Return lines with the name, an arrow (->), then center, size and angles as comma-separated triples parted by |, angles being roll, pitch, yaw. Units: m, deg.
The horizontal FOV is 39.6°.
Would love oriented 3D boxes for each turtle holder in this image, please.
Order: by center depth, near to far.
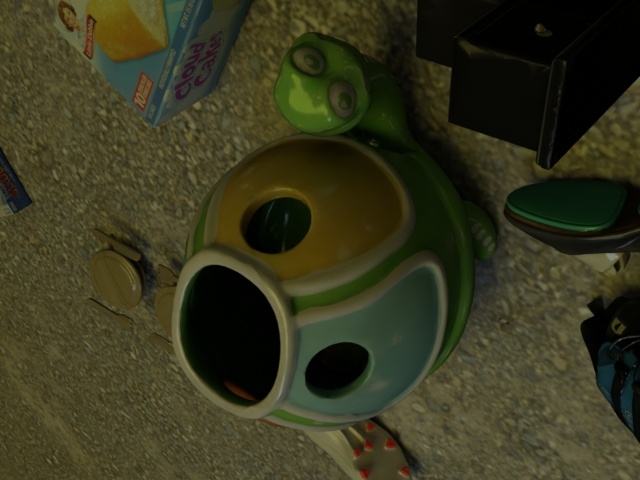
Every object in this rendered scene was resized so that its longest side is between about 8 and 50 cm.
turtle holder -> 0.009, 0.017, 0.732 | 0.243, 0.227, 0.320 | 49, 129, 12

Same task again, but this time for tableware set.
tableware set -> -0.217, 0.069, 1.161 | 0.194, 0.039, 0.128 | 27, 125, 18

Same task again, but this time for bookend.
bookend -> 0.117, -0.134, 0.575 | 0.157, 0.156, 0.072 | 25, 136, 30

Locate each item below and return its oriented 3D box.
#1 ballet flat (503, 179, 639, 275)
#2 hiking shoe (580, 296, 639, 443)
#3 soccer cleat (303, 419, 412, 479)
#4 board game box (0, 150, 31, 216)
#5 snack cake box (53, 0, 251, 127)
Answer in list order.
ballet flat -> 0.229, -0.006, 0.644 | 0.203, 0.074, 0.074 | 0, 120, 42
hiking shoe -> 0.238, 0.102, 0.585 | 0.132, 0.113, 0.304 | 49, 179, 6
soccer cleat -> 0.030, 0.229, 1.038 | 0.196, 0.068, 0.076 | 45, 156, 8
board game box -> -0.520, -0.096, 1.320 | 0.201, 0.035, 0.136 | -6, 116, 46
snack cake box -> -0.138, -0.247, 0.783 | 0.152, 0.089, 0.264 | 43, 141, 7
